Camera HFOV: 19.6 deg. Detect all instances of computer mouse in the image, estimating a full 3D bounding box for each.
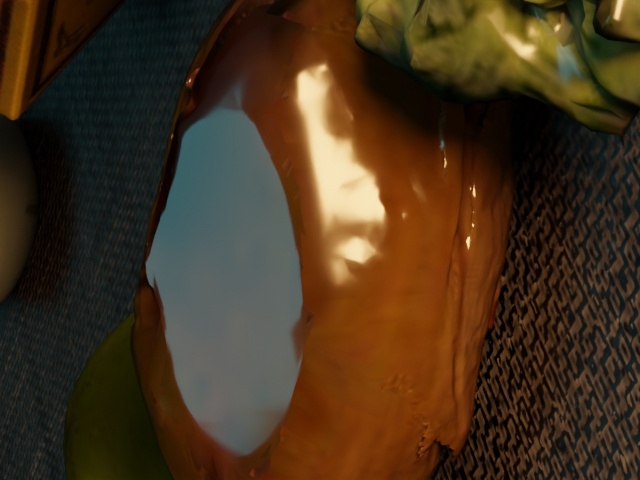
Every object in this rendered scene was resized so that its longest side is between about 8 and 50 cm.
[{"bbox_3d":[-0.223,-0.020,1.201,0.231,0.079,0.128,-165,79,-81],"label":"computer mouse"}]

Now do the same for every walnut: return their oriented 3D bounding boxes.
[{"bbox_3d":[0.000,0.000,0.647,0.137,0.137,0.245,-172,84,-65],"label":"walnut"}]

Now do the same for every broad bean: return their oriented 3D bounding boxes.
[{"bbox_3d":[-0.056,0.083,0.832,0.174,0.082,0.124,-28,64,51],"label":"broad bean"}]

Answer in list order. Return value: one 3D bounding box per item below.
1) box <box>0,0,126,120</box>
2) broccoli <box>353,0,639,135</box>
[{"bbox_3d":[-0.078,-0.205,0.708,0.193,0.084,0.301,-52,-6,-33],"label":"box"},{"bbox_3d":[0.034,-0.170,0.439,0.248,0.245,0.288,-134,54,-69],"label":"broccoli"}]
